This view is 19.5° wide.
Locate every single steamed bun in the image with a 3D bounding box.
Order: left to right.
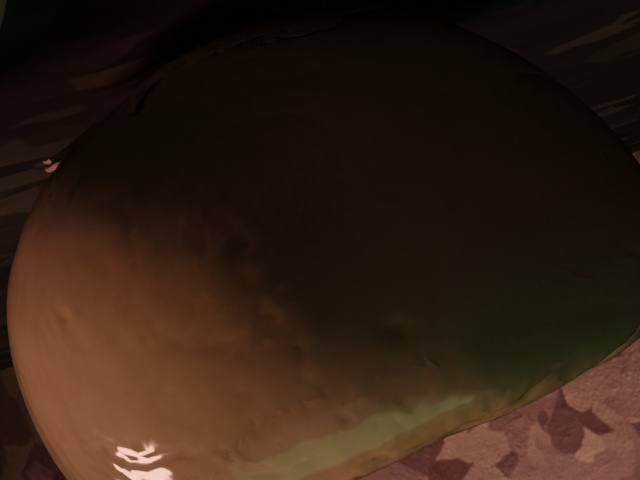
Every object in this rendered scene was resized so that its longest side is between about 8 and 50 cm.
[{"bbox_3d":[0.000,0.000,0.940,0.334,0.233,0.312,-25,175,-13],"label":"steamed bun"}]

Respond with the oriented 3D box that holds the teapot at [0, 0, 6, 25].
[{"bbox_3d":[-0.213,-0.020,0.504,0.298,0.139,0.204,-24,-154,7],"label":"teapot"}]
